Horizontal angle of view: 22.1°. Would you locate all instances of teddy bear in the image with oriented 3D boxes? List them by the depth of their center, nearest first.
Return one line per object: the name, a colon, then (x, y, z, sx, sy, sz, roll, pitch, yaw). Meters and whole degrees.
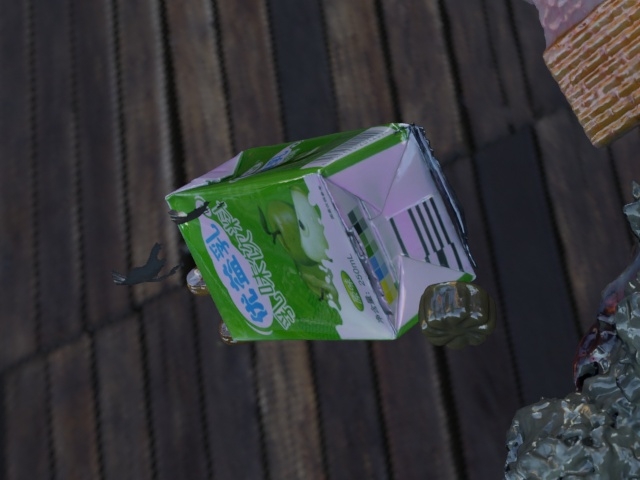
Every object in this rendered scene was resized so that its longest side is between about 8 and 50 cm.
teddy bear: (0.286, 0.156, 1.574, 0.367, 0.357, 0.224, -31, 53, -23)

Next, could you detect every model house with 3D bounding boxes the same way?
model house: (0.351, -0.220, 1.692, 0.202, 0.237, 0.237, -36, 53, 41)

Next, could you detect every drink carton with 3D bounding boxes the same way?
drink carton: (0.000, 0.000, 1.404, 0.108, 0.161, 0.271, -31, 14, -31)

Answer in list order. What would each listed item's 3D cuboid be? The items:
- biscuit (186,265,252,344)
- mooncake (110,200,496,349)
biscuit: (-0.074, 0.028, 1.733, 0.138, 0.031, 0.205, -19, 38, -5)
mooncake: (0.003, 0.022, 1.032, 0.150, 0.347, 0.057, -44, 55, 43)
